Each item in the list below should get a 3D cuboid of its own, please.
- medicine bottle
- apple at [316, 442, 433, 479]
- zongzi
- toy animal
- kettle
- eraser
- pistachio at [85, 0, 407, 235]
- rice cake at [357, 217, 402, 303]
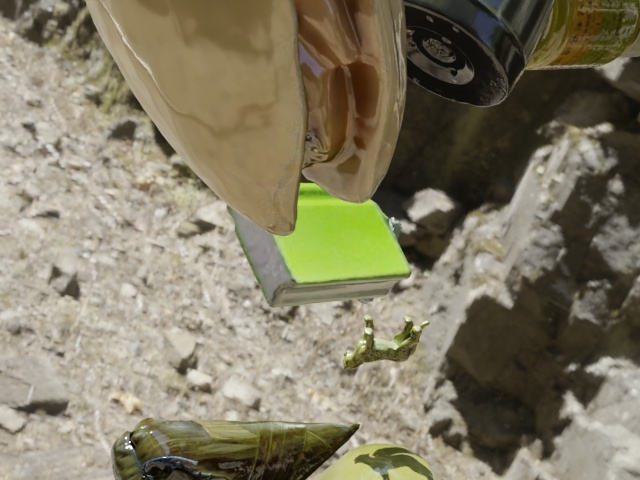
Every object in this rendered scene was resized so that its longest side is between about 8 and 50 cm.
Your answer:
[{"bbox_3d":[0.532,-0.463,1.812,0.384,0.224,0.224,-10,37,-35],"label":"medicine bottle"},{"bbox_3d":[0.109,0.647,2.030,0.312,0.320,0.360,-6,15,2],"label":"apple"},{"bbox_3d":[-0.144,0.389,1.672,0.207,0.432,0.403,58,-5,34],"label":"zongzi"},{"bbox_3d":[0.149,0.234,1.984,0.181,0.136,0.073,0,34,-19],"label":"toy animal"},{"bbox_3d":[0.217,-0.325,1.134,0.207,0.271,0.251,26,-12,30],"label":"kettle"},{"bbox_3d":[0.000,0.000,1.497,0.274,0.092,0.210,-5,61,-44],"label":"eraser"},{"bbox_3d":[-0.051,-0.159,0.571,0.194,0.318,0.214,-22,19,-22],"label":"pistachio"},{"bbox_3d":[0.133,0.047,2.026,0.034,0.210,0.043,11,-20,37],"label":"rice cake"}]
